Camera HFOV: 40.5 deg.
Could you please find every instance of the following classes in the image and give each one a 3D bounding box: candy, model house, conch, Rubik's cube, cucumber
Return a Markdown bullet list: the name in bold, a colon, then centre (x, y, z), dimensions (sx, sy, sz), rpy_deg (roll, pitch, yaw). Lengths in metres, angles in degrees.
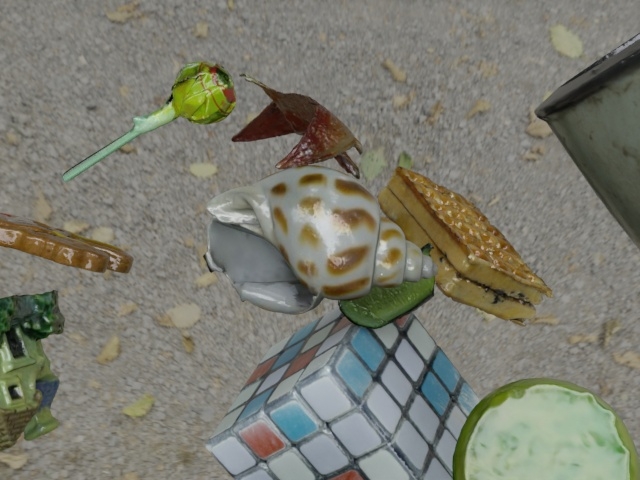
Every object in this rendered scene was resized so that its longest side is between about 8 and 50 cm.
- **candy**: centre (-0.167, -0.106, 0.825), dimensions (0.194, 0.062, 0.058), rpy_deg (-29, 40, 9)
- **model house**: centre (-0.432, 0.188, 1.193), dimensions (0.195, 0.214, 0.189), rpy_deg (-20, 83, 16)
- **conch**: centre (0.001, 0.000, 1.057), dimensions (0.275, 0.183, 0.149), rpy_deg (27, 38, 23)
- **Rubik's cube**: centre (0.043, 0.257, 1.223), dimensions (0.253, 0.256, 0.259), rpy_deg (-36, 99, 32)
- **cucumber**: centre (0.107, 0.069, 1.170), dimensions (0.070, 0.046, 0.220), rpy_deg (45, 41, 17)

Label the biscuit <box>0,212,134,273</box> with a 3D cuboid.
- **biscuit**: centre (-0.418, -0.008, 1.239), dimensions (0.295, 0.186, 0.044), rpy_deg (15, 88, 8)

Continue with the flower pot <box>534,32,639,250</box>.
- **flower pot**: centre (0.400, -0.066, 0.763), dimensions (0.293, 0.293, 0.330), rpy_deg (-35, 93, -8)

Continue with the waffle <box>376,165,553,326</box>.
- **waffle**: centre (0.238, 0.006, 1.489), dimensions (0.091, 0.213, 0.308), rpy_deg (-54, 35, 19)

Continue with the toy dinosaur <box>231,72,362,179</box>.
- **toy dinosaur**: centre (-0.056, -0.152, 1.244), dimensions (0.113, 0.206, 0.327), rpy_deg (-50, 46, -3)

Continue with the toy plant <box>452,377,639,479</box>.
- **toy plant**: centre (0.246, 0.269, 0.973), dimensions (0.184, 0.316, 0.224), rpy_deg (9, 75, 14)
